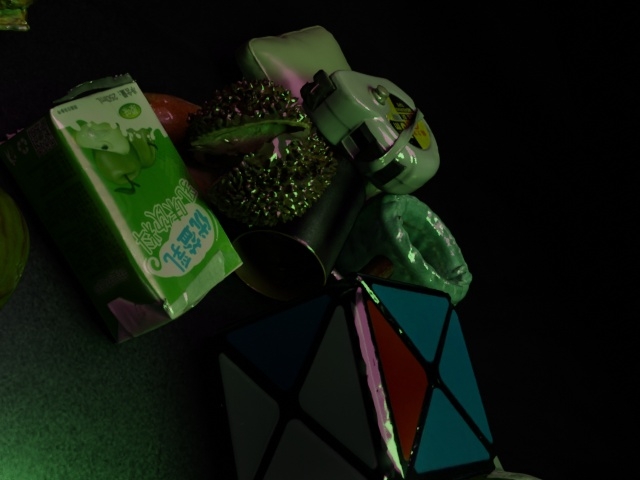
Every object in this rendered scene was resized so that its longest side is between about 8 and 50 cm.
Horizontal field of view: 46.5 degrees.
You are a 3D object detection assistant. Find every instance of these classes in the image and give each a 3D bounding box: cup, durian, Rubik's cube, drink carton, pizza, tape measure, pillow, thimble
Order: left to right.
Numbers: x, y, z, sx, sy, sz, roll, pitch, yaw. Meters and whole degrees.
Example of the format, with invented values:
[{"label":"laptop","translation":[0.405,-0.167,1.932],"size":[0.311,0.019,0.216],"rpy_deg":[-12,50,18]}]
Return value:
[{"label":"drink carton","translation":[-0.225,-0.039,0.853],"size":[0.271,0.108,0.161],"rpy_deg":[60,34,-8]},{"label":"pizza","translation":[-0.181,-0.095,0.990],"size":[0.154,0.069,0.194],"rpy_deg":[14,65,-50]},{"label":"durian","translation":[-0.070,-0.111,0.931],"size":[0.196,0.167,0.196],"rpy_deg":[11,73,-38]},{"label":"cup","translation":[0.000,-0.013,1.058],"size":[0.239,0.166,0.177],"rpy_deg":[18,47,3]},{"label":"pillow","translation":[0.001,-0.203,1.261],"size":[0.255,0.119,0.322],"rpy_deg":[-37,103,-53]},{"label":"Rubik's cube","translation":[0.039,0.200,0.939],"size":[0.248,0.250,0.246],"rpy_deg":[12,60,-48]},{"label":"tape measure","translation":[0.097,-0.164,1.153],"size":[0.236,0.120,0.197],"rpy_deg":[-9,65,-56]},{"label":"thimble","translation":[0.143,0.038,1.256],"size":[0.235,0.143,0.198],"rpy_deg":[47,31,-13]}]

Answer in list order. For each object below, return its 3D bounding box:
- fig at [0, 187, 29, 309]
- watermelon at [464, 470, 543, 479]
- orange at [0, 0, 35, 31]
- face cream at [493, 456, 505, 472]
[{"label":"fig","translation":[-0.362,-0.035,0.665],"size":[0.151,0.151,0.259],"rpy_deg":[1,45,-54]},{"label":"watermelon","translation":[0.220,0.475,0.932],"size":[0.363,0.363,0.363],"rpy_deg":[32,45,-40]},{"label":"orange","translation":[-0.382,-0.304,0.807],"size":[0.160,0.112,0.170],"rpy_deg":[-77,156,-58]},{"label":"face cream","translation":[0.213,0.295,1.252],"size":[0.235,0.137,0.420],"rpy_deg":[22,44,-39]}]
